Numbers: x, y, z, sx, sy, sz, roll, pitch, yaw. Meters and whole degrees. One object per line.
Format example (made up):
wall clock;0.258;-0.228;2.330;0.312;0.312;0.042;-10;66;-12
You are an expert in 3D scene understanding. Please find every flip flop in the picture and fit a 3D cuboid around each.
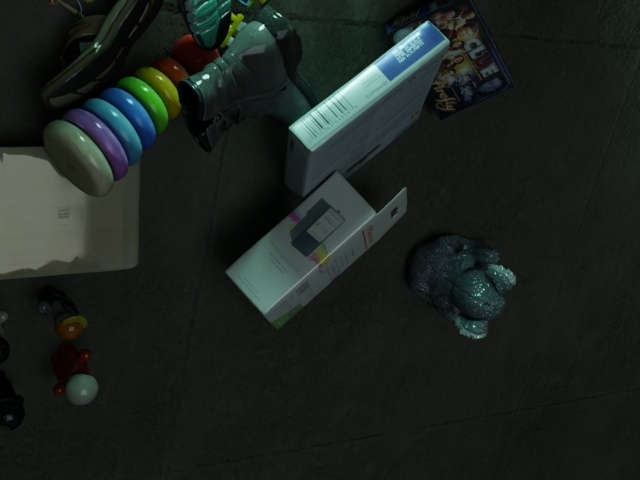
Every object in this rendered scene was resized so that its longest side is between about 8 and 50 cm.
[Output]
flip flop;-0.349;-0.320;1.533;0.277;0.080;0.112;-56;171;-7

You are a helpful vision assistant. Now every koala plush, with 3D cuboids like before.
koala plush;0.316;0.104;2.121;0.203;0.221;0.196;25;103;-40

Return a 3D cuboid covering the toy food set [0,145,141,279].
toy food set;-0.444;-0.059;1.639;0.306;0.092;0.220;-5;108;-32

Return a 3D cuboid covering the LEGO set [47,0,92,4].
LEGO set;-0.450;-0.383;1.390;0.287;0.132;0.107;19;114;-12

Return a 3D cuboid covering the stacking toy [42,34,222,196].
stacking toy;-0.279;-0.218;1.576;0.330;0.141;0.141;-44;134;-25

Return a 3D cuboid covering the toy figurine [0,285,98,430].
toy figurine;-0.503;0.205;1.706;0.213;0.148;0.209;-14;124;-25

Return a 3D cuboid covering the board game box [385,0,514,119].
board game box;0.252;-0.356;1.874;0.165;0.042;0.243;-24;134;18

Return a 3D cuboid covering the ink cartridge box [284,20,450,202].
ink cartridge box;0.072;-0.215;1.789;0.324;0.071;0.330;-40;171;-15

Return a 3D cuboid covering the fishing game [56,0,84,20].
fishing game;-0.342;-0.477;1.470;0.264;0.041;0.189;-50;132;1

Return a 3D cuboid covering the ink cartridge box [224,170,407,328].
ink cartridge box;0.000;0.000;1.869;0.353;0.119;0.207;-41;167;-5

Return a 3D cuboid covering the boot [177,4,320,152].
boot;-0.126;-0.225;1.651;0.223;0.118;0.338;-44;151;-12

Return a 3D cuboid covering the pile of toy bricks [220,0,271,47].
pile of toy bricks;-0.122;-0.428;1.614;0.105;0.118;0.212;35;106;-6

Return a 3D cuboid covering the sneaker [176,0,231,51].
sneaker;-0.208;-0.410;1.540;0.083;0.098;0.224;-36;134;-29
